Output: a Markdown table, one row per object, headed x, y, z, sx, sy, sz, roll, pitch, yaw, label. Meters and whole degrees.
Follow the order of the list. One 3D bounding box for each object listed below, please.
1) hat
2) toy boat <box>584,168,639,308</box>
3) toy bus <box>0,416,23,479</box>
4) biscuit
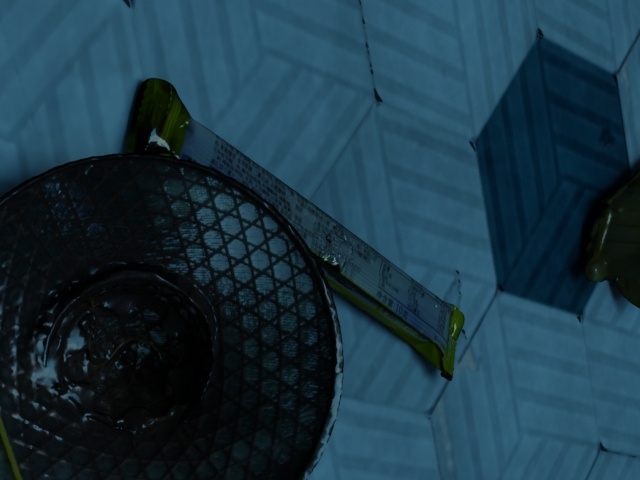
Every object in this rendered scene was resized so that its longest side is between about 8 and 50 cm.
| x | y | z | sx | sy | sz | roll | pitch | yaw | label |
| --- | --- | --- | --- | --- | --- | --- | --- | --- | --- |
| -0.090 | 0.057 | 0.763 | 0.193 | 0.082 | 0.193 | 1 | 86 | -10 | hat |
| 0.263 | -0.020 | 1.157 | 0.226 | 0.068 | 0.088 | -38 | 122 | -44 | toy boat |
| -0.180 | 0.100 | 0.625 | 0.121 | 0.123 | 0.335 | -31 | 112 | -42 | toy bus |
| 0.000 | 0.000 | 0.894 | 0.292 | 0.026 | 0.048 | 37 | 60 | -42 | biscuit |
